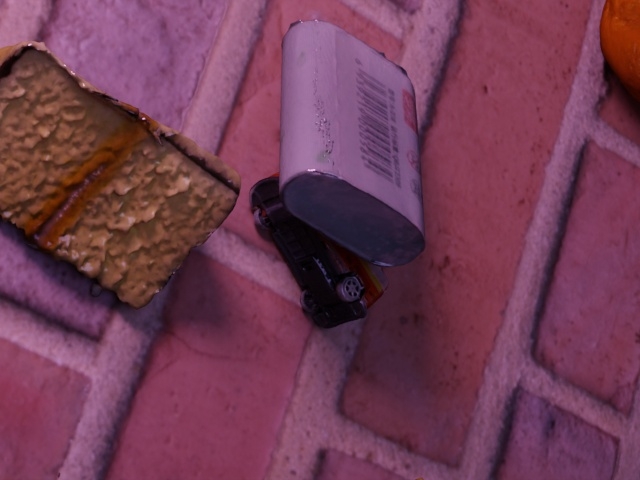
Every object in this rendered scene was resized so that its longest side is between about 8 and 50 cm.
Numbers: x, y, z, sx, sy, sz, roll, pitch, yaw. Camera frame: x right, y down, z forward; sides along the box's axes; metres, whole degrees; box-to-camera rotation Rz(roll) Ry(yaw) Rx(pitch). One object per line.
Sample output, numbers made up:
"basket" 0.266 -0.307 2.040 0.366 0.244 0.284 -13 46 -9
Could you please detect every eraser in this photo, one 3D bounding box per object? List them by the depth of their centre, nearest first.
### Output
"eraser" 0.031 -0.103 1.634 0.174 0.081 0.227 29 41 -28

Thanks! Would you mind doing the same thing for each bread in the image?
"bread" -0.219 -0.081 1.520 0.266 0.178 0.142 35 34 -26

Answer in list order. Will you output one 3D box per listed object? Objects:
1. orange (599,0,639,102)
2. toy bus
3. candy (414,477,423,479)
"orange" 0.456 -0.255 1.897 0.240 0.240 0.240 6 79 -31
"toy bus" 0.000 0.000 1.660 0.077 0.079 0.174 -36 101 -40
"candy" 0.090 0.377 1.635 0.259 0.118 0.260 3 85 -35
